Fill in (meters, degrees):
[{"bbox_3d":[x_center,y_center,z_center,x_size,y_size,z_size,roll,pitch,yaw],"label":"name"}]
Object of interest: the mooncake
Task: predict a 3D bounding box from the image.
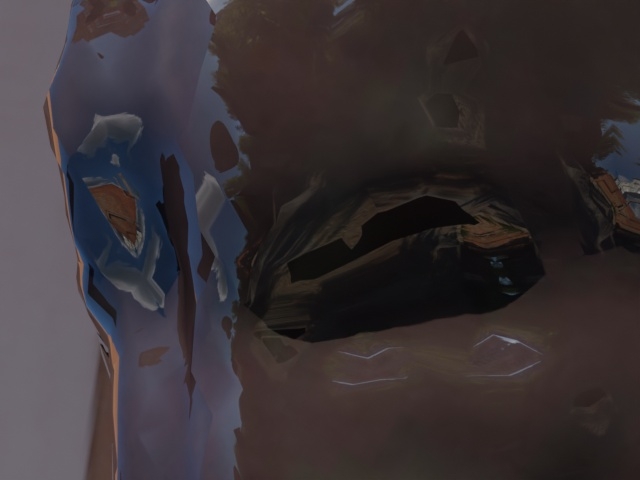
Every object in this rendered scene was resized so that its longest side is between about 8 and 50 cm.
[{"bbox_3d":[0.047,0.020,0.507,0.381,0.212,0.350,82,-177,-49],"label":"mooncake"}]
